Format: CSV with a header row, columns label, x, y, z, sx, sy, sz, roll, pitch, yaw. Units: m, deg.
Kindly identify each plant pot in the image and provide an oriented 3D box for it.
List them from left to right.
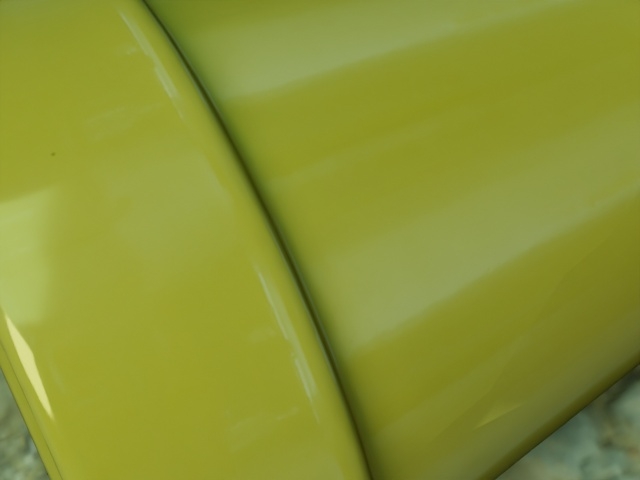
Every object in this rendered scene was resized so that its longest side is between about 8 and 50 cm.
label,x,y,z,sx,sy,sz,roll,pitch,yaw
plant pot,0.000,0.000,0.575,0.239,0.254,0.254,-25,54,-12
